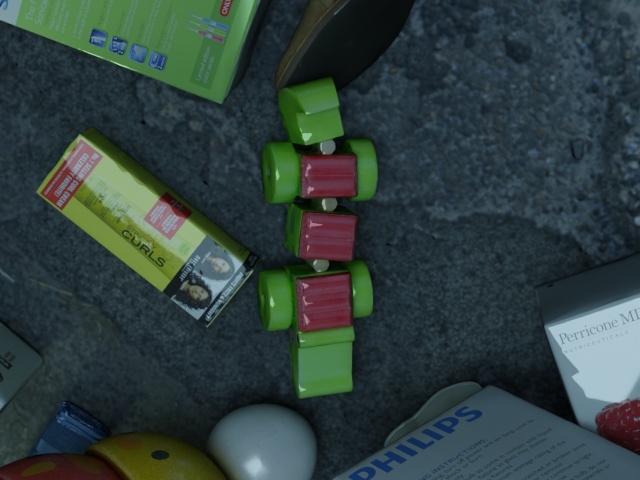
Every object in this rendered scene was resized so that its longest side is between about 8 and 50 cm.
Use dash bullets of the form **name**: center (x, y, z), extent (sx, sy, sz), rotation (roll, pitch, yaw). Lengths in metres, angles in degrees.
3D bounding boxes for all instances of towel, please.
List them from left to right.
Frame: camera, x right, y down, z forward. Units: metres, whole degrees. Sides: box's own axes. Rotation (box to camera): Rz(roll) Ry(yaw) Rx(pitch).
- **towel**: center (-0.289, 0.243, 1.652), extent (0.067, 0.029, 0.119), rotation (34, 101, -2)

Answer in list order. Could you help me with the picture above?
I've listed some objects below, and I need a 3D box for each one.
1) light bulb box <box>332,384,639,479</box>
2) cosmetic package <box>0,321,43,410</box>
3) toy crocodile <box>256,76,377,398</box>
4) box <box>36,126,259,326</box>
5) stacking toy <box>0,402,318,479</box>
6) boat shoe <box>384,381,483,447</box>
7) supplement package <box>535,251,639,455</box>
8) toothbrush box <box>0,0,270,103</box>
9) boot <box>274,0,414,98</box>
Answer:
- **light bulb box**: center (0.223, 0.384, 1.405), extent (0.225, 0.361, 0.358), rotation (-25, 119, -30)
- **cosmetic package**: center (-0.549, 0.081, 1.575), extent (0.453, 0.161, 0.230), rotation (42, 102, -4)
- **toy crocodile**: center (0.000, 0.000, 1.528), extent (0.115, 0.105, 0.341), rotation (-2, 102, -14)
- **box**: center (-0.182, -0.015, 1.578), extent (0.232, 0.058, 0.087), rotation (40, 102, -3)
- **stacking toy**: center (-0.205, 0.308, 1.515), extent (0.480, 0.350, 0.351), rotation (-31, 99, -28)
- **boat shoe**: center (0.128, 0.199, 1.604), extent (0.125, 0.038, 0.046), rotation (-39, 54, 5)
- **supplement package**: center (0.349, 0.171, 1.510), extent (0.177, 0.175, 0.293), rotation (-20, 98, 9)
- **toothbrush box**: center (-0.185, -0.290, 1.482), extent (0.283, 0.122, 0.206), rotation (20, 111, 0)
- **boot**: center (0.034, -0.274, 1.508), extent (0.115, 0.112, 0.305), rotation (43, 109, 27)
